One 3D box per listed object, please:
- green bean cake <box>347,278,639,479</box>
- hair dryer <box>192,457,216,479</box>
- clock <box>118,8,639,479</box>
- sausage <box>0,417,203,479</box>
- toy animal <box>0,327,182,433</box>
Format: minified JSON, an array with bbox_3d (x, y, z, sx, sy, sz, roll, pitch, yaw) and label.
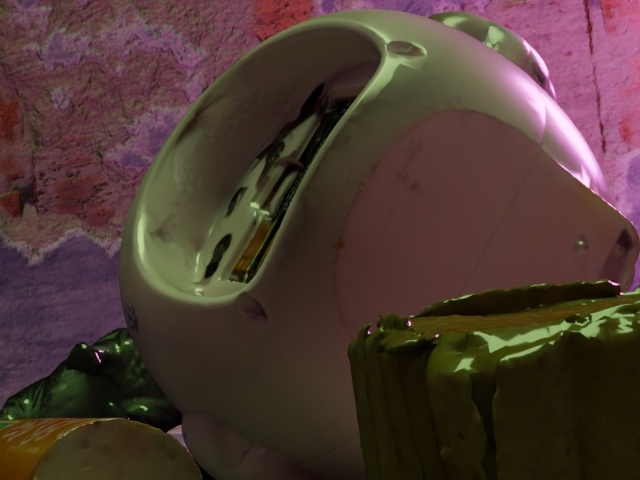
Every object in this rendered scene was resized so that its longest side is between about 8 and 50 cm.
[{"bbox_3d":[0.133,0.084,0.751,0.224,0.131,0.230,-8,0,-10],"label":"green bean cake"},{"bbox_3d":[-0.153,0.173,1.234,0.248,0.070,0.114,-1,-4,-10],"label":"hair dryer"},{"bbox_3d":[0.000,0.000,1.160,0.250,0.368,0.377,36,-14,-25],"label":"clock"},{"bbox_3d":[-0.158,0.140,0.883,0.093,0.093,0.312,-5,-3,-26],"label":"sausage"},{"bbox_3d":[-0.140,0.113,1.412,0.343,0.106,0.168,-31,-8,12],"label":"toy animal"}]
